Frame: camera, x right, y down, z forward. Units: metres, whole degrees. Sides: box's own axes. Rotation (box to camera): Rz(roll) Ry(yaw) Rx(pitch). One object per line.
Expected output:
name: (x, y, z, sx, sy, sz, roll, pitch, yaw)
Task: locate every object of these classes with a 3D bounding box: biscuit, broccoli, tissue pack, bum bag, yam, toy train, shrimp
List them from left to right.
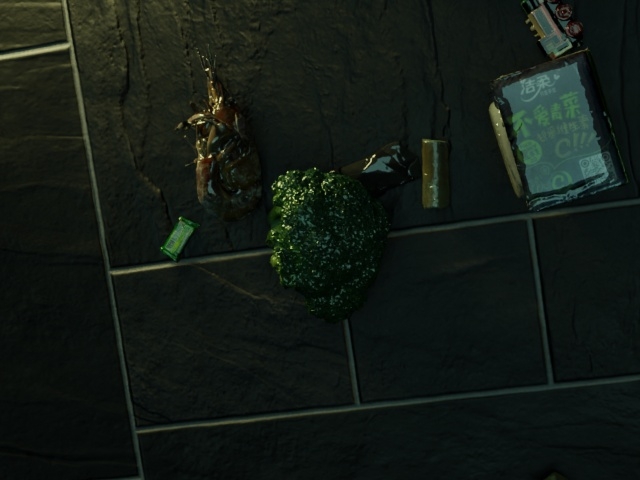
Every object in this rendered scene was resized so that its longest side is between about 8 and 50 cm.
biscuit: (-0.280, -0.005, 2.052, 0.046, 0.016, 0.089, 33, 100, 3)
shrimp: (-0.200, -0.204, 1.970, 0.145, 0.116, 0.342, -11, 94, -4)
broccoli: (0.000, 0.000, 1.894, 0.265, 0.245, 0.294, -41, 109, -27)
bum bag: (0.094, -0.119, 1.963, 0.198, 0.049, 0.087, -24, 96, 10)
yam: (0.216, -0.125, 1.942, 0.054, 0.054, 0.132, -1, 95, 9)
toy train: (0.419, -0.401, 1.881, 0.087, 0.050, 0.138, -31, 90, 14)
tissue pack: (0.393, -0.177, 1.701, 0.174, 0.073, 0.235, -18, 92, 10)

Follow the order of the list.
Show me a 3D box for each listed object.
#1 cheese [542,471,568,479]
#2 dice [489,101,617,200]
cheese: (0.422, 0.528, 1.954, 0.123, 0.094, 0.167, 43, 105, -7)
dice: (0.413, -0.185, 1.832, 0.193, 0.194, 0.191, -17, 94, 9)
